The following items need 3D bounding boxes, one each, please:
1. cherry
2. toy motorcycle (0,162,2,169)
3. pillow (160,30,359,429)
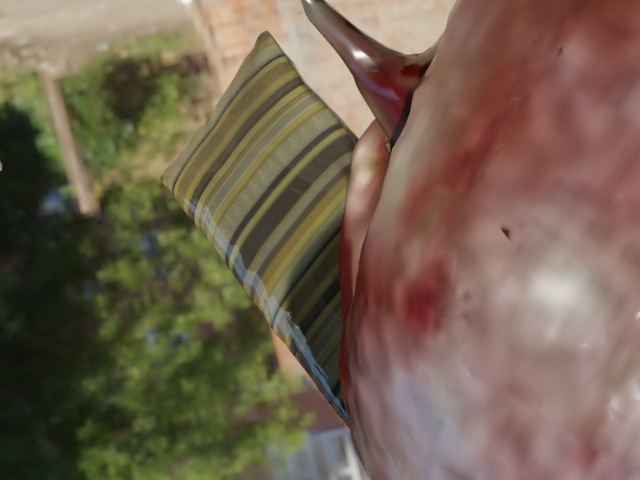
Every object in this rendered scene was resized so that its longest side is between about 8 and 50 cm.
[{"bbox_3d":[0.124,0.023,0.428,0.203,0.300,0.230,-58,180,-9],"label":"cherry"},{"bbox_3d":[-0.239,-0.004,0.807,0.228,0.151,0.074,-11,144,30],"label":"toy motorcycle"},{"bbox_3d":[0.000,0.000,0.932,0.038,0.203,0.113,-2,138,-52],"label":"pillow"}]
